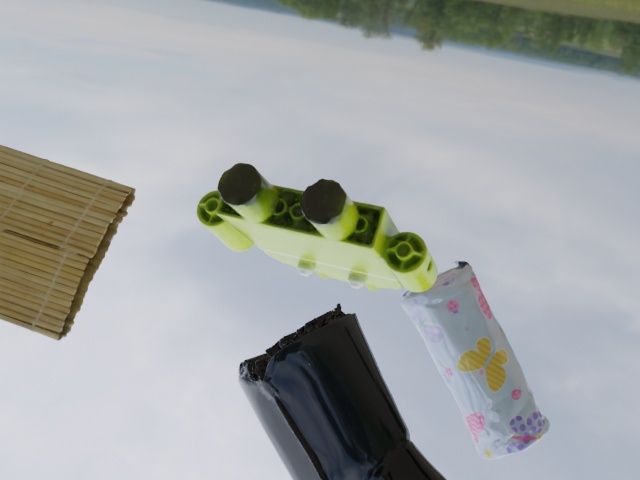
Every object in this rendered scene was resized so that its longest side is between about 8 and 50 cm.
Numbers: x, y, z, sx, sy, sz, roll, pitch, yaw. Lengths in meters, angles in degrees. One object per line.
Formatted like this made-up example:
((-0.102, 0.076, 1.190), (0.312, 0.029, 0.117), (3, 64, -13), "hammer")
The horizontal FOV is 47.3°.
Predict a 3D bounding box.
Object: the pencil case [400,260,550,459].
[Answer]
((0.217, 0.170, 1.038), (0.113, 0.273, 0.124), (-27, 177, -8), "pencil case")

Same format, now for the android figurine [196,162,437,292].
((0.000, 0.000, 0.763), (0.248, 0.056, 0.273), (13, 166, 18), "android figurine")

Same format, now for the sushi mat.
((-0.333, -0.029, 0.643), (0.316, 0.151, 0.019), (18, 157, 10), "sushi mat")

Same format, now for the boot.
((0.000, 0.188, 0.596), (0.094, 0.246, 0.207), (-18, -112, -42), "boot")
